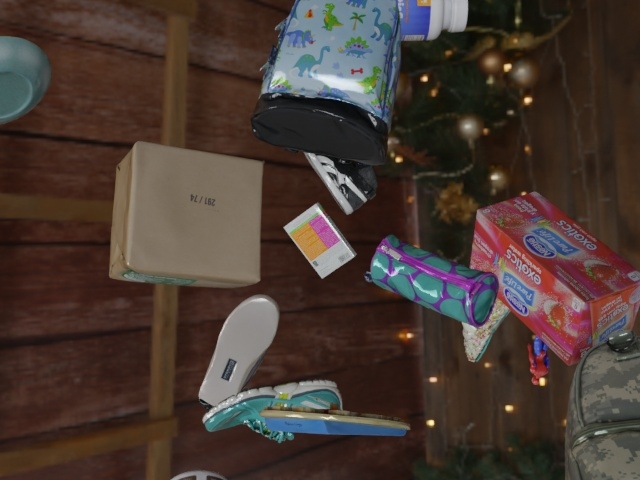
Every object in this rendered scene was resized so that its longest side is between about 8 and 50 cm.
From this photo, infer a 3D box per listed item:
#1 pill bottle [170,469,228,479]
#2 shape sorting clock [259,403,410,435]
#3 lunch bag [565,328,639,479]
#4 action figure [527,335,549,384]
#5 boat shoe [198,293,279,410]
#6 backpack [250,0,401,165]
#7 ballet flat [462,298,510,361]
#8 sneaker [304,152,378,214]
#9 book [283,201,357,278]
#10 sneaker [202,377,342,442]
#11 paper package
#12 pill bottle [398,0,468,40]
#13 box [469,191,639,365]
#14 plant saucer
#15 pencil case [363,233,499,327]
[{"bbox_3d":[-0.192,0.480,1.315,0.117,0.117,0.215,-2,-141,-6],"label":"pill bottle"},{"bbox_3d":[0.019,0.242,1.139,0.206,0.040,0.206,2,168,0],"label":"shape sorting clock"},{"bbox_3d":[0.403,0.299,1.043,0.213,0.305,0.256,-8,-147,5],"label":"lunch bag"},{"bbox_3d":[0.357,0.178,1.361,0.038,0.115,0.030,8,179,-24],"label":"action figure"},{"bbox_3d":[-0.194,0.257,2.076,0.127,0.340,0.158,30,-161,-2],"label":"boat shoe"},{"bbox_3d":[0.037,-0.368,1.674,0.290,0.355,0.273,15,151,10],"label":"backpack"},{"bbox_3d":[0.341,0.154,1.739,0.077,0.241,0.091,24,-142,2],"label":"ballet flat"},{"bbox_3d":[0.050,-0.177,1.903,0.121,0.217,0.079,-33,179,-4],"label":"sneaker"},{"bbox_3d":[0.000,0.000,1.853,0.096,0.144,0.035,-35,-178,24],"label":"book"},{"bbox_3d":[-0.091,0.339,1.628,0.275,0.110,0.107,-8,160,-6],"label":"sneaker"},{"bbox_3d":[-0.308,-0.050,1.956,0.325,0.309,0.168,8,163,-27],"label":"paper package"},{"bbox_3d":[0.221,-0.572,2.073,0.272,0.152,0.152,-2,178,0],"label":"pill bottle"},{"bbox_3d":[0.352,0.051,1.278,0.123,0.128,0.257,-17,-139,-21],"label":"box"},{"bbox_3d":[-0.546,-0.257,1.424,0.195,0.037,0.195,-27,153,-15],"label":"plant saucer"},{"bbox_3d":[0.127,0.044,0.953,0.152,0.064,0.070,22,160,38],"label":"pencil case"}]
